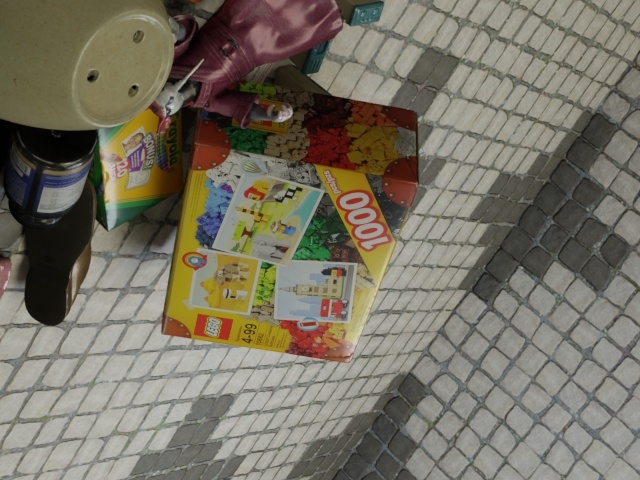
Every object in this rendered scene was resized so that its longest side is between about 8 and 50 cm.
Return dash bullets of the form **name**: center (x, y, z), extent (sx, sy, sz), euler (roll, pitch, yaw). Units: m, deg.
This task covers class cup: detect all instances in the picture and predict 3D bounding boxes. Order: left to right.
- **cup**: center (-0.334, -0.278, 1.551), extent (0.331, 0.237, 0.331), euler (-35, 144, -30)

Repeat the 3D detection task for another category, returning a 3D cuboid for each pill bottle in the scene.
- **pill bottle**: center (-0.420, -0.109, 1.787), extent (0.123, 0.123, 0.219), euler (-29, 165, -33)

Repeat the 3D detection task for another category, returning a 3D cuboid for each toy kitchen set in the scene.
- **toy kitchen set**: center (0.032, -0.346, 2.170), extent (0.166, 0.122, 0.207), euler (-20, 143, -43)

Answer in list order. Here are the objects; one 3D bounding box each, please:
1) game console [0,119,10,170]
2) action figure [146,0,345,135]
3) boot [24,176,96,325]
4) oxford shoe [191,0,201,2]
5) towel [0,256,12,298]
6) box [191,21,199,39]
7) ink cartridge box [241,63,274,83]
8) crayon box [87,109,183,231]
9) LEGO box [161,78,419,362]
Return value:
- **game console**: center (-0.603, -0.102, 1.648), extent (0.361, 0.044, 0.213), euler (-22, 142, -42)
- **action figure**: center (-0.150, -0.314, 1.815), extent (0.370, 0.276, 0.248), euler (-38, 120, -4)
- **boot**: center (-0.436, -0.005, 2.000), extent (0.115, 0.112, 0.305), euler (-60, 171, -57)
- **oxford shoe**: center (-0.195, -0.454, 1.698), extent (0.130, 0.133, 0.363), euler (-43, 173, -1)
- **towel**: center (-0.669, 0.142, 1.885), extent (0.329, 0.037, 0.237), euler (-10, 134, -51)
- **box**: center (-0.237, -0.321, 1.920), extent (0.083, 0.018, 0.067), euler (-35, 151, -24)
- **ink cartridge box**: center (-0.133, -0.317, 2.010), extent (0.104, 0.062, 0.181), euler (-59, 155, -8)
- **crayon box**: center (-0.319, -0.162, 1.942), extent (0.165, 0.081, 0.278), euler (-33, 150, -28)
- **LEGO box**: center (-0.067, -0.026, 2.078), extent (0.373, 0.193, 0.500), euler (9, 137, -7)
